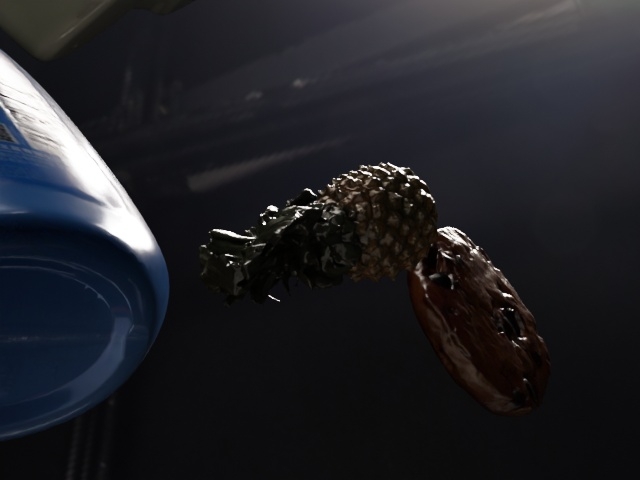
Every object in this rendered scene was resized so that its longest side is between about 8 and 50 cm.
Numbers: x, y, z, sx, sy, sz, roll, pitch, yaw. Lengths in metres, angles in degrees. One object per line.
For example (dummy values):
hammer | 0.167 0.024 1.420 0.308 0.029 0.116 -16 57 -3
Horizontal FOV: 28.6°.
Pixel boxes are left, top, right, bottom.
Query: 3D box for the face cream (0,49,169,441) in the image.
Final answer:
face cream | -0.160 -0.035 0.460 0.264 0.149 0.083 46 -56 46

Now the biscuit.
biscuit | 0.144 0.070 1.130 0.049 0.192 0.192 -37 -141 22

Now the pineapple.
pineapple | 0.000 0.000 0.712 0.074 0.074 0.159 12 -161 40

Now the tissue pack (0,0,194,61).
tissue pack | -0.219 -0.348 1.285 0.229 0.236 0.333 -29 -174 37
